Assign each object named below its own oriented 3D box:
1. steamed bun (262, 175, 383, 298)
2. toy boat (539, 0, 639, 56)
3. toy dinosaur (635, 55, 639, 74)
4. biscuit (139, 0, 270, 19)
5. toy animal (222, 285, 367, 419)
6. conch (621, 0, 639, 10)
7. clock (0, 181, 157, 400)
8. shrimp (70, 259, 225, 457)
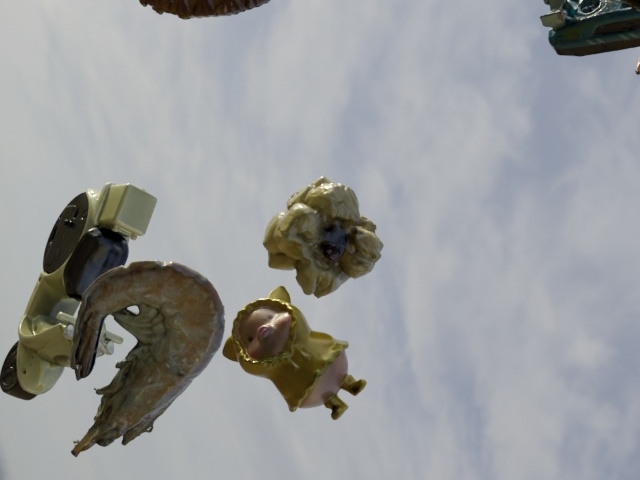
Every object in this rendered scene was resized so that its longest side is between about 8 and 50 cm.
[{"bbox_3d":[0.000,0.000,1.755,0.178,0.192,0.106,57,-3,-5],"label":"steamed bun"},{"bbox_3d":[0.553,-0.428,1.906,0.092,0.298,0.134,48,43,-46],"label":"toy boat"},{"bbox_3d":[0.657,-0.385,1.971,0.055,0.279,0.101,44,-27,21],"label":"toy dinosaur"},{"bbox_3d":[-0.116,-0.389,1.215,0.305,0.305,0.038,64,3,24],"label":"biscuit"},{"bbox_3d":[-0.038,0.187,1.679,0.229,0.156,0.156,40,-29,14],"label":"toy animal"},{"bbox_3d":[0.575,-0.483,1.691,0.291,0.159,0.210,40,-41,24],"label":"conch"},{"bbox_3d":[-0.415,0.088,1.782,0.276,0.120,0.379,-6,-116,51],"label":"clock"},{"bbox_3d":[-0.175,0.105,0.937,0.126,0.223,0.047,36,20,-10],"label":"shrimp"}]
